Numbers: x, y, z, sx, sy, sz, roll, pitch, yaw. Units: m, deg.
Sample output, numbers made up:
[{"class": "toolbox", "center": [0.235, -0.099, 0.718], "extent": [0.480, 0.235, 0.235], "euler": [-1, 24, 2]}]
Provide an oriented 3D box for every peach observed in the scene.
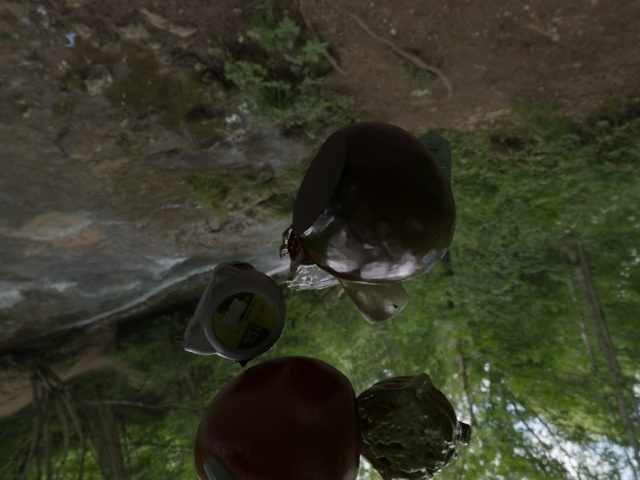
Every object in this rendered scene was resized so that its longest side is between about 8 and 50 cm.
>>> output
[{"class": "peach", "center": [-0.064, 0.363, 0.811], "extent": [0.332, 0.308, 0.307], "euler": [-31, -177, -42]}]

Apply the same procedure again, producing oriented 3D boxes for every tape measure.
[{"class": "tape measure", "center": [-0.159, 0.147, 0.857], "extent": [0.196, 0.178, 0.105], "euler": [-60, -163, -1]}]

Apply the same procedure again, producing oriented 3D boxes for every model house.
[{"class": "model house", "center": [0.000, 0.002, 1.221], "extent": [0.219, 0.230, 0.199], "euler": [3, 155, -11]}]

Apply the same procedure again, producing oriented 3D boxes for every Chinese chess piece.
[{"class": "Chinese chess piece", "center": [0.086, 0.052, 0.947], "extent": [0.102, 0.273, 0.273], "euler": [-32, 176, 5]}]

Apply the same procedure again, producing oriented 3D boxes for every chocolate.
[{"class": "chocolate", "center": [0.062, -0.033, 0.461], "extent": [0.176, 0.177, 0.177], "euler": [-23, 176, -2]}]

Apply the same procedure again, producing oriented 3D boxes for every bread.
[{"class": "bread", "center": [0.192, 0.406, 0.970], "extent": [0.238, 0.196, 0.252], "euler": [-16, 163, 27]}]

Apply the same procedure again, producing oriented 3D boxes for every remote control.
[{"class": "remote control", "center": [0.213, -0.084, 0.884], "extent": [0.097, 0.257, 0.045], "euler": [7, -173, 13]}]

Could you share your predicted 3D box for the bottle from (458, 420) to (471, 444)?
[{"class": "bottle", "center": [0.397, 0.654, 1.546], "extent": [0.260, 0.112, 0.112], "euler": [1, -168, 36]}]

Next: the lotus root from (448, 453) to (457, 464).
[{"class": "lotus root", "center": [0.366, 0.783, 1.681], "extent": [0.309, 0.173, 0.173], "euler": [0, -179, 12]}]

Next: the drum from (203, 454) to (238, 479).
[{"class": "drum", "center": [-0.075, 0.402, 0.575], "extent": [0.049, 0.130, 0.253], "euler": [-18, -156, -40]}]
